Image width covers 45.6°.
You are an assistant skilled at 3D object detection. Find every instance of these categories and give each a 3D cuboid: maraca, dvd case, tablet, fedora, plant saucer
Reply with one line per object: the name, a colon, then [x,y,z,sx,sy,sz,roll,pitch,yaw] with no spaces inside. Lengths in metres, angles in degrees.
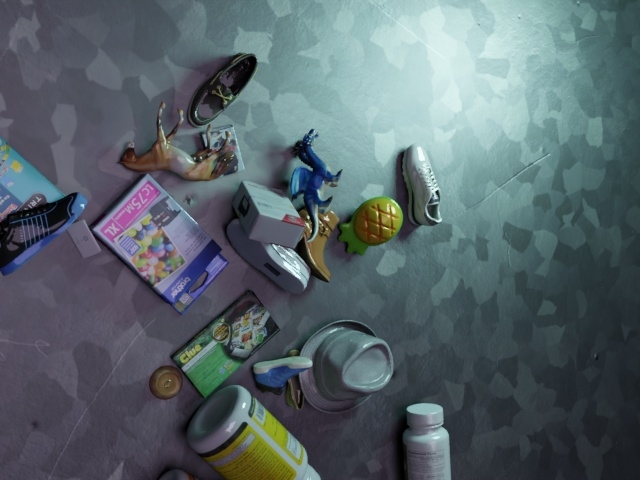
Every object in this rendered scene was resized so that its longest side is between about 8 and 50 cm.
maraca: [0.135,-0.040,2.050,0.186,0.099,0.127,-36,99,3]
dvd case: [-0.242,-0.220,1.878,0.087,0.013,0.119,-19,100,-27]
tablet: [-0.534,-0.003,1.711,0.054,0.006,0.083,-20,107,20]
fedora: [0.089,0.334,1.999,0.275,0.124,0.244,-6,91,-38]
plant saucer: [-0.369,0.344,1.832,0.083,0.015,0.083,-1,93,-28]

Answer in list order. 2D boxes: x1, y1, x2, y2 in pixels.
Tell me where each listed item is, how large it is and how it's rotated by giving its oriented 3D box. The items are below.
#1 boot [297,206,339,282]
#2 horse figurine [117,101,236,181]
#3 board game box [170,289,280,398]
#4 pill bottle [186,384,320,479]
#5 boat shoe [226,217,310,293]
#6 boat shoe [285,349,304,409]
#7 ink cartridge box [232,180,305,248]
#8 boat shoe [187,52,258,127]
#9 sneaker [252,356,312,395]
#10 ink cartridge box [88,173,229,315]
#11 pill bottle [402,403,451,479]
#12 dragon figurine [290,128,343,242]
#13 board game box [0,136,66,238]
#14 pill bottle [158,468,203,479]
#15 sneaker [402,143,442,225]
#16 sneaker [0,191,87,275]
boot: [0.000,0.000,1.990,0.152,0.073,0.197,-48,115,-23]
horse figurine: [-0.320,-0.208,1.791,0.263,0.066,0.174,22,93,-29]
board game box: [-0.233,0.256,1.896,0.260,0.030,0.136,-40,112,-21]
pill bottle: [-0.154,0.526,1.860,0.188,0.188,0.334,-48,112,-19]
boat shoe: [-0.128,0.027,1.920,0.258,0.095,0.084,47,42,-21]
boat shoe: [-0.062,0.363,1.982,0.056,0.048,0.153,3,91,-29]
ink cartridge box: [-0.128,-0.063,1.852,0.127,0.175,0.072,14,115,-28]
boat shoe: [-0.236,-0.369,1.842,0.081,0.069,0.228,42,73,-23]
sneaker: [-0.091,0.348,1.937,0.152,0.058,0.084,-9,101,2]
ink cartridge box: [-0.368,0.015,1.794,0.186,0.065,0.311,-50,115,-17]
pill bottle: [0.298,0.585,2.143,0.131,0.131,0.229,-6,95,-28]
dragon figurine: [-0.033,-0.136,1.933,0.144,0.085,0.289,19,78,2]
board game box: [-0.741,-0.112,1.570,0.336,0.079,0.254,47,71,-22]
pill bottle: [-0.272,0.673,1.818,0.278,0.162,0.162,37,75,-25]
sneaker: [0.294,-0.157,2.130,0.090,0.095,0.235,-14,97,-26]
sneaker: [-0.591,-0.034,1.564,0.232,0.081,0.090,-45,119,-19]
